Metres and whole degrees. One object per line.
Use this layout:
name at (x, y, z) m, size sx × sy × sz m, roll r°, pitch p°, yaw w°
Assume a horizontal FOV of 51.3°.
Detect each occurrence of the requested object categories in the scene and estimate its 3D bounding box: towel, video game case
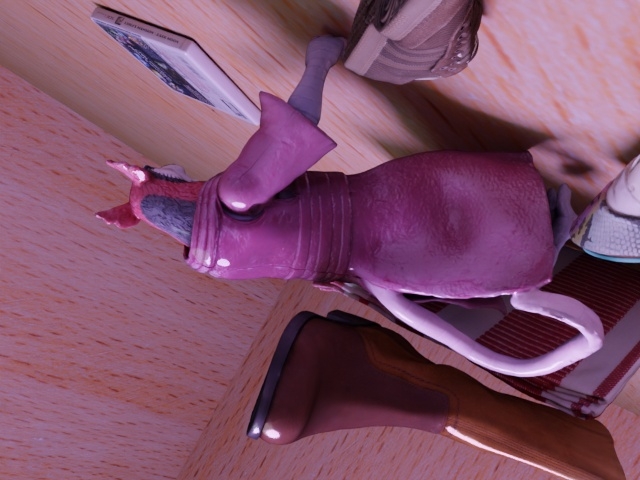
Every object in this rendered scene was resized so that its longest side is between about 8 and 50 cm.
towel at (0.182, 0.047, 0.701) m, size 0.329 × 0.037 × 0.237 m, roll 25°, pitch -142°, yaw 37°
video game case at (-0.184, -0.227, 0.882) m, size 0.173 × 0.022 × 0.190 m, roll 26°, pitch 174°, yaw 27°

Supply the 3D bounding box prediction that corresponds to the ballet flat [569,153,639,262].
ballet flat at (0.236, -0.026, 0.391) m, size 0.079 × 0.077 × 0.222 m, roll 52°, pitch 160°, yaw -24°

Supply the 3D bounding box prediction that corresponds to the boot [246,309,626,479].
boot at (0.100, 0.155, 0.552) m, size 0.281 × 0.096 × 0.264 m, roll 22°, pitch -178°, yaw 17°

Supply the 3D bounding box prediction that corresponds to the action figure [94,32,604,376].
action figure at (0.000, 0.000, 0.571) m, size 0.371 × 0.275 × 0.248 m, roll 1°, pitch 149°, yaw -14°

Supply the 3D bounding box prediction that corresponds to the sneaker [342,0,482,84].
sneaker at (0.065, -0.130, 0.377) m, size 0.071 × 0.066 × 0.188 m, roll 13°, pitch -178°, yaw -9°
